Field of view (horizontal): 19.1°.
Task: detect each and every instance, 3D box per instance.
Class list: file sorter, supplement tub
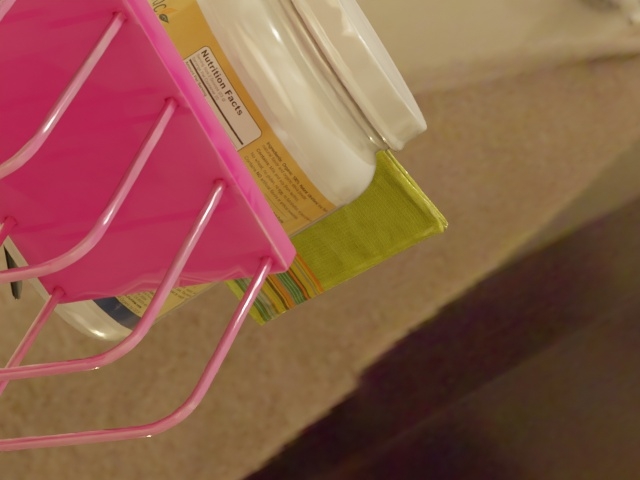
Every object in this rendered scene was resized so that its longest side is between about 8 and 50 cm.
[{"bbox_3d":[-0.190,-0.028,1.182,0.202,0.182,0.291,-9,-53,32],"label":"file sorter"},{"bbox_3d":[-0.097,-0.087,1.515,0.316,0.228,0.228,-32,-98,8],"label":"supplement tub"}]

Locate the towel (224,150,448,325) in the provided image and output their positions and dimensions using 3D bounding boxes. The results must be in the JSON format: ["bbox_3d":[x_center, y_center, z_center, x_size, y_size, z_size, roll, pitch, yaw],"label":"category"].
[{"bbox_3d":[0.000,0.000,1.795,0.237,0.021,0.102,-28,-66,34],"label":"towel"}]

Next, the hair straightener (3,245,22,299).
[{"bbox_3d":[-0.328,-0.035,2.055,0.047,0.089,0.230,-104,-163,-58],"label":"hair straightener"}]
